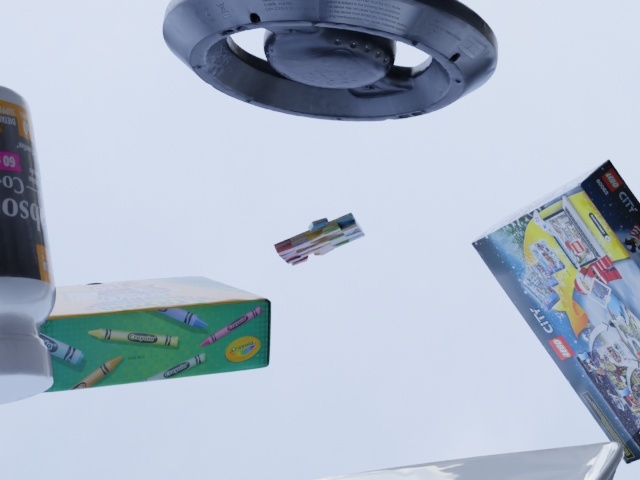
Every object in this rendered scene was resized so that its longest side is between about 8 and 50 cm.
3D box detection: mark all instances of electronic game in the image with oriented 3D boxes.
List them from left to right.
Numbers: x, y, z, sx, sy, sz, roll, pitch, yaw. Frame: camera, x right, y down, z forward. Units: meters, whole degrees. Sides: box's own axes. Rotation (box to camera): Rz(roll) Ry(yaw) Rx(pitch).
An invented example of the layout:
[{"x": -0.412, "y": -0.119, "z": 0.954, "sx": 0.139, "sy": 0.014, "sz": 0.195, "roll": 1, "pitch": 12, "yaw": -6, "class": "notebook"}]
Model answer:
[{"x": 0.007, "y": -0.133, "z": 1.305, "sx": 0.229, "sy": 0.229, "sz": 0.048, "roll": 16, "pitch": -108, "yaw": -33, "class": "electronic game"}]

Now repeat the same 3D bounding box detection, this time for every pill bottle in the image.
[{"x": -0.329, "y": 0.007, "z": 1.766, "sx": 0.162, "sy": 0.162, "sz": 0.278, "roll": 4, "pitch": -110, "yaw": -44, "class": "pill bottle"}]

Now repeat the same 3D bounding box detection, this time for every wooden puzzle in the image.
[{"x": 0.000, "y": 0.000, "z": 1.129, "sx": 0.083, "sy": 0.049, "sz": 0.006, "roll": 48, "pitch": -160, "yaw": -77, "class": "wooden puzzle"}]

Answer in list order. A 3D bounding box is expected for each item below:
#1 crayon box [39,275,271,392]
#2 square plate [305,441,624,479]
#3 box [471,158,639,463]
[{"x": -0.213, "y": 0.099, "z": 2.090, "sx": 0.278, "sy": 0.081, "sz": 0.165, "roll": -4, "pitch": -170, "yaw": -32, "class": "crayon box"}, {"x": 0.001, "y": 0.255, "z": 1.273, "sx": 0.347, "sy": 0.344, "sz": 0.049, "roll": -44, "pitch": -65, "yaw": -52, "class": "square plate"}, {"x": 0.243, "y": 0.062, "z": 1.563, "sx": 0.044, "sy": 0.159, "sz": 0.233, "roll": -37, "pitch": -87, "yaw": -33, "class": "box"}]
